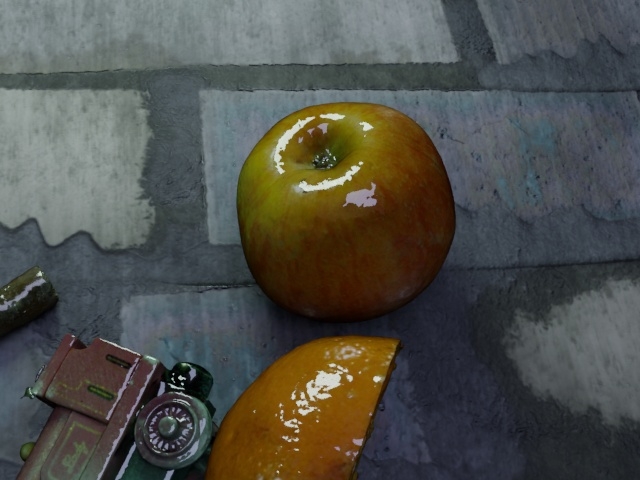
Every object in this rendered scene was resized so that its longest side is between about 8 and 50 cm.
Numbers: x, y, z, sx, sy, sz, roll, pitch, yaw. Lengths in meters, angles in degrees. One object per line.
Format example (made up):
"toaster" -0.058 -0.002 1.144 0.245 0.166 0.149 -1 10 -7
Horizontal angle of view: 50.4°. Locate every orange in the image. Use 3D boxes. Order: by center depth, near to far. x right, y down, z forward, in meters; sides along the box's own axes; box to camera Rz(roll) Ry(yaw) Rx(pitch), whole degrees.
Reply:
"orange" -0.002 0.264 0.751 0.274 0.274 0.310 -5 62 -13

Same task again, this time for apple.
"apple" 0.035 -0.040 0.866 0.301 0.301 0.302 4 66 -9

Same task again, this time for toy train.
"toy train" -0.247 0.267 0.775 0.221 0.150 0.304 18 65 9

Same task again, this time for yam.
"yam" -0.447 0.122 0.839 0.253 0.061 0.061 -36 77 -22
